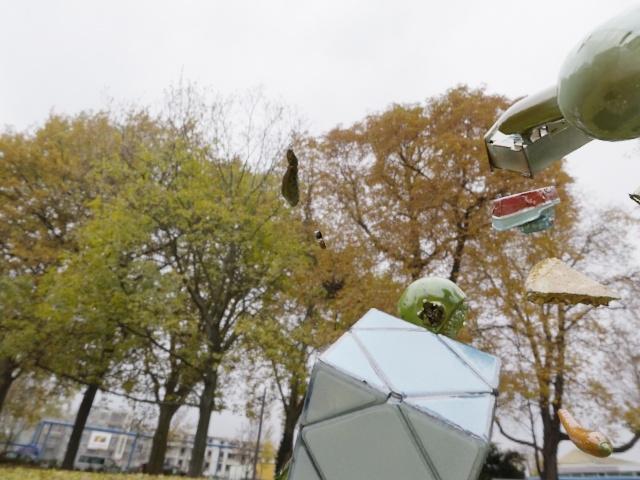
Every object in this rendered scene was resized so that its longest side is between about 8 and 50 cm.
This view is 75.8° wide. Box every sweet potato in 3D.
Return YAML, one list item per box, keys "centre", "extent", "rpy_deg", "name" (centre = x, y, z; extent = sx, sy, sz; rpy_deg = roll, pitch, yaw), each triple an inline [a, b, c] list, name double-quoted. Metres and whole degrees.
- centre: [-0.058, -0.115, 0.802]
  extent: [0.038, 0.041, 0.153]
  rpy_deg: [-11, -40, -12]
  name: "sweet potato"

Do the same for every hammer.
- centre: [0.297, -0.168, 0.464]
  extent: [0.202, 0.113, 0.305]
  rpy_deg: [-27, 4, -9]
  name: "hammer"

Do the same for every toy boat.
- centre: [0.612, -0.077, 1.235]
  extent: [0.332, 0.133, 0.145]
  rpy_deg: [-13, 1, -43]
  name: "toy boat"

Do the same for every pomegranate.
- centre: [0.409, 0.254, 1.501]
  extent: [0.261, 0.260, 0.341]
  rpy_deg: [-7, -13, 16]
  name: "pomegranate"

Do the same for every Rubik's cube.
- centre: [0.101, 0.242, 0.545]
  extent: [0.205, 0.205, 0.207]
  rpy_deg: [21, -71, 22]
  name: "Rubik's cube"

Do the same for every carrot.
- centre: [0.686, 0.512, 1.089]
  extent: [0.062, 0.066, 0.271]
  rpy_deg: [-26, -13, 4]
  name: "carrot"

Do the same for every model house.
- centre: [0.669, -0.339, 1.301]
  extent: [0.326, 0.244, 0.169]
  rpy_deg: [-29, -68, -10]
  name: "model house"

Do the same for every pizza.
- centre: [0.599, 0.119, 0.985]
  extent: [0.199, 0.188, 0.062]
  rpy_deg: [20, -48, 41]
  name: "pizza"

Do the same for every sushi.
- centre: [0.000, 0.000, 1.425]
  extent: [0.026, 0.126, 0.120]
  rpy_deg: [-21, -21, 1]
  name: "sushi"

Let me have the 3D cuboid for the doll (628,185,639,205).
- centre: [0.524, -0.125, 0.536]
  extent: [0.135, 0.220, 0.143]
  rpy_deg: [31, 8, 8]
  name: "doll"

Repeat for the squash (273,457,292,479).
- centre: [0.049, 0.453, 0.739]
  extent: [0.309, 0.233, 0.210]
  rpy_deg: [-27, -8, -24]
  name: "squash"
